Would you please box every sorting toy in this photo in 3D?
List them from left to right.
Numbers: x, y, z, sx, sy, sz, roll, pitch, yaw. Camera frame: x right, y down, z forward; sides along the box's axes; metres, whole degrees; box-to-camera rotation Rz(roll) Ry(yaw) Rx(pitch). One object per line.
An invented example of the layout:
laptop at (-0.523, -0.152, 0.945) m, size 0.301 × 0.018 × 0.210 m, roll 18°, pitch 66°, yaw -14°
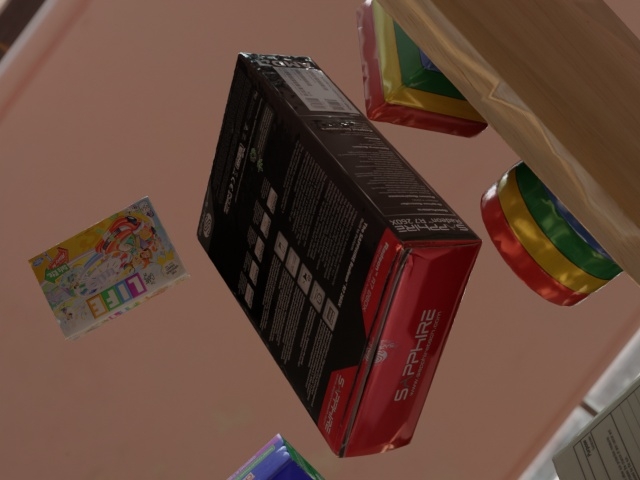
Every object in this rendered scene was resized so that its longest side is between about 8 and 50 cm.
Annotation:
sorting toy at (0.126, -0.088, 0.780) m, size 0.257 × 0.089 × 0.255 m, roll 47°, pitch 31°, yaw -2°

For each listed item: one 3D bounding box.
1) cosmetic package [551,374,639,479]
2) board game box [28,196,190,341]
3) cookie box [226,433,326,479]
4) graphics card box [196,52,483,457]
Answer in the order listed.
cosmetic package at (0.358, 0.168, 1.086) m, size 0.129 × 0.296 × 0.153 m, roll 28°, pitch 29°, yaw -27°
board game box at (-0.238, 0.032, 1.424) m, size 0.103 × 0.154 × 0.026 m, roll 61°, pitch -2°, yaw 14°
cookie box at (-0.027, 0.210, 0.922) m, size 0.107 × 0.092 × 0.040 m, roll 49°, pitch -1°, yaw -28°
graphics card box at (0.000, 0.000, 1.222) m, size 0.094 × 0.233 × 0.371 m, roll -3°, pitch 33°, yaw -29°
